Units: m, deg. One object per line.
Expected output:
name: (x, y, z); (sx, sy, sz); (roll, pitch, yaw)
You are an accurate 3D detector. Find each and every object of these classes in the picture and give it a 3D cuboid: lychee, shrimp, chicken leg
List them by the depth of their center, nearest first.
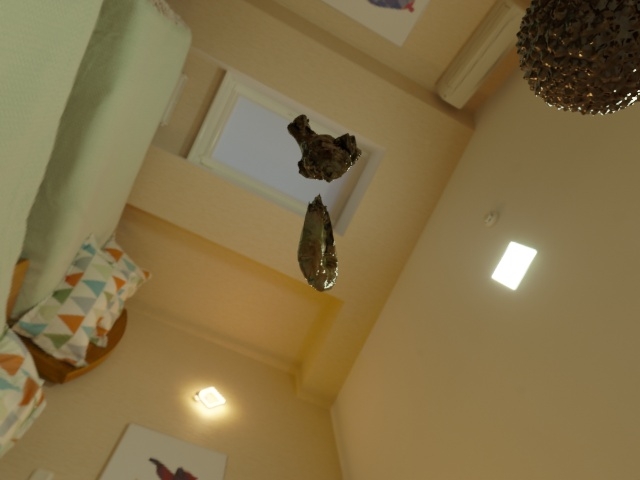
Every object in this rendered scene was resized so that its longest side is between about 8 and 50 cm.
lychee: (0.478, -0.350, 0.712); (0.267, 0.267, 0.267); (-61, -169, 20)
chicken leg: (-0.006, -0.190, 0.885); (0.196, 0.080, 0.125); (31, -98, 36)
shrimp: (-0.001, 0.000, 1.031); (0.061, 0.145, 0.267); (-27, -126, 31)
